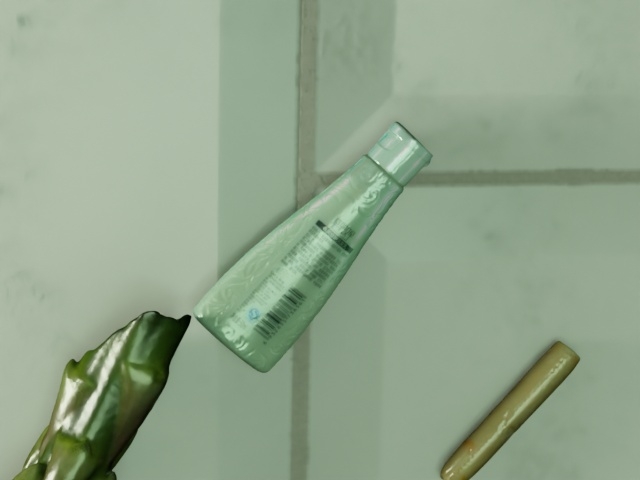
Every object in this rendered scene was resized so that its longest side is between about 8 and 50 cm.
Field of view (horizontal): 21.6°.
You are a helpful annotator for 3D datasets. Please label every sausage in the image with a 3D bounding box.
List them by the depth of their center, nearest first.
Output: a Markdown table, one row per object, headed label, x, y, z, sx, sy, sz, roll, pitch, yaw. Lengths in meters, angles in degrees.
| label | x | y | z | sx | sy | sz | roll | pitch | yaw |
| --- | --- | --- | --- | --- | --- | --- | --- | --- | --- |
| sausage | 0.135 | 0.126 | 1.199 | 0.024 | 0.024 | 0.132 | 42 | 92 | -16 |

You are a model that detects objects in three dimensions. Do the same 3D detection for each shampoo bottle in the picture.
| label | x | y | z | sx | sy | sz | roll | pitch | yaw |
| --- | --- | --- | --- | --- | --- | --- | --- | --- | --- |
| shampoo bottle | 0.000 | 0.000 | 1.135 | 0.069 | 0.041 | 0.190 | 41 | 93 | -11 |

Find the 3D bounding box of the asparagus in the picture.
| label | x | y | z | sx | sy | sz | roll | pitch | yaw |
| --- | --- | --- | --- | --- | --- | --- | --- | --- | --- |
| asparagus | -0.176 | 0.167 | 1.129 | 0.080 | 0.080 | 0.287 | 25 | 90 | -15 |
